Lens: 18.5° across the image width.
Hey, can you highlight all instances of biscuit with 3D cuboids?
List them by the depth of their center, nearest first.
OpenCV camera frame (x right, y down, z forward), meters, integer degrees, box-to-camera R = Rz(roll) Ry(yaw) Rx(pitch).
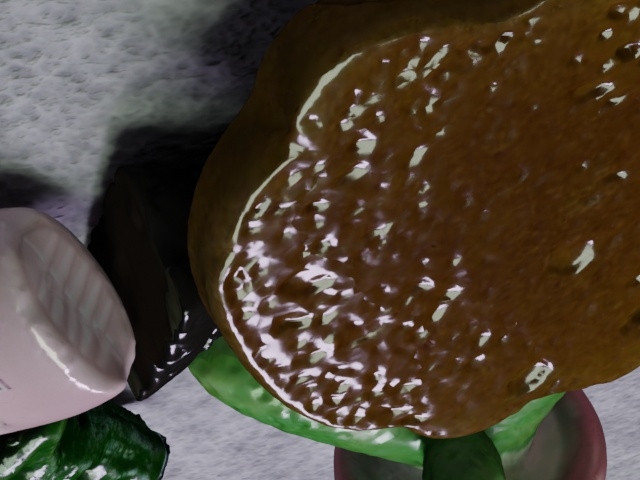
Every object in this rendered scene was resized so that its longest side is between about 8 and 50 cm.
[{"bbox_3d":[0.117,-0.035,1.058,0.381,0.074,0.359,-31,141,-3],"label":"biscuit"}]

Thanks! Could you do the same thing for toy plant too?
[{"bbox_3d":[0.086,0.160,1.503,0.317,0.211,0.356,-11,147,3],"label":"toy plant"}]

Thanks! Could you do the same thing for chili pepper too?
[{"bbox_3d":[-0.212,0.142,1.445,0.136,0.099,0.270,10,169,13],"label":"chili pepper"}]

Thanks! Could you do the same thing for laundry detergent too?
[{"bbox_3d":[-0.282,0.075,1.206,0.335,0.088,0.159,-16,126,28],"label":"laundry detergent"}]

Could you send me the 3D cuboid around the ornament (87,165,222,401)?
[{"bbox_3d":[0.000,0.000,1.204,0.260,0.106,0.251,-14,168,-19],"label":"ornament"}]
